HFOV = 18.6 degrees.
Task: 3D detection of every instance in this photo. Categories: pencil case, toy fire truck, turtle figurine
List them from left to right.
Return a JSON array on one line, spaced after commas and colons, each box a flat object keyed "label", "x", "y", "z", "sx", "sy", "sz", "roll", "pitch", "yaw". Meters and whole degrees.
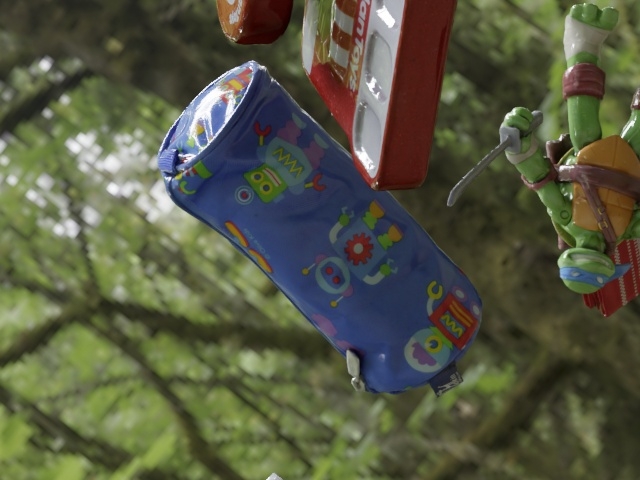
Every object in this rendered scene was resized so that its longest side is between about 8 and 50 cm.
[{"label": "pencil case", "x": 0.000, "y": 0.000, "z": 1.585, "sx": 0.133, "sy": 0.306, "sz": 0.119, "roll": -49, "pitch": 18, "yaw": -16}, {"label": "toy fire truck", "x": 0.045, "y": -0.217, "z": 1.387, "sx": 0.169, "sy": 0.254, "sz": 0.302, "roll": -1, "pitch": -61, "yaw": -20}, {"label": "turtle figurine", "x": 0.280, "y": -0.096, "z": 1.841, "sx": 0.274, "sy": 0.197, "sz": 0.266, "roll": 38, "pitch": -121, "yaw": -55}]

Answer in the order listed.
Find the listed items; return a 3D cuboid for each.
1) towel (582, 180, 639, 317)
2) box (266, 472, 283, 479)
[{"label": "towel", "x": 0.380, "y": -0.055, "z": 2.079, "sx": 0.275, "sy": 0.031, "sz": 0.199, "roll": -34, "pitch": -43, "yaw": -14}, {"label": "box", "x": -0.072, "y": 0.340, "z": 1.506, "sx": 0.290, "sy": 0.169, "sz": 0.087, "roll": -43, "pitch": -41, "yaw": -11}]
